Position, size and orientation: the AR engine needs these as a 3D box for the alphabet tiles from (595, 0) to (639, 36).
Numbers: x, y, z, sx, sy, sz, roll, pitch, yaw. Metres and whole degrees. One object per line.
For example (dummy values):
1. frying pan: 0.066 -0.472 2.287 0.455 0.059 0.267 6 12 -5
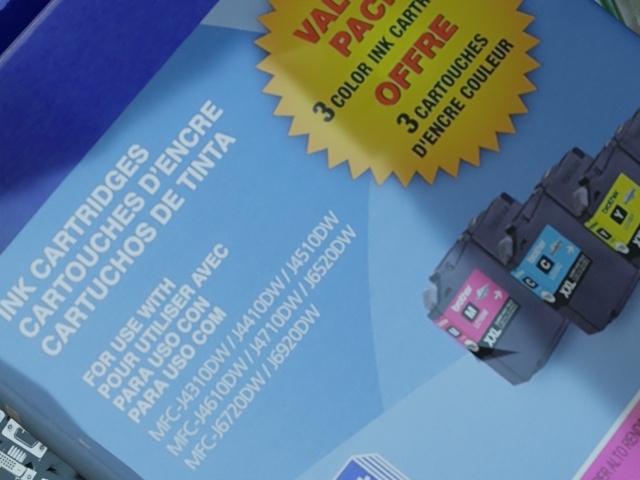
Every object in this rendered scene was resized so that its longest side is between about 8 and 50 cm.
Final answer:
1. alphabet tiles: 0.106 -0.202 0.903 0.198 0.009 0.237 -20 80 -8

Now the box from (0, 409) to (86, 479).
1. box: -0.091 0.065 0.799 0.322 0.079 0.257 32 76 2

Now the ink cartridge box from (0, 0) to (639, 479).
1. ink cartridge box: 0.000 0.000 0.708 0.395 0.151 0.270 38 78 5
